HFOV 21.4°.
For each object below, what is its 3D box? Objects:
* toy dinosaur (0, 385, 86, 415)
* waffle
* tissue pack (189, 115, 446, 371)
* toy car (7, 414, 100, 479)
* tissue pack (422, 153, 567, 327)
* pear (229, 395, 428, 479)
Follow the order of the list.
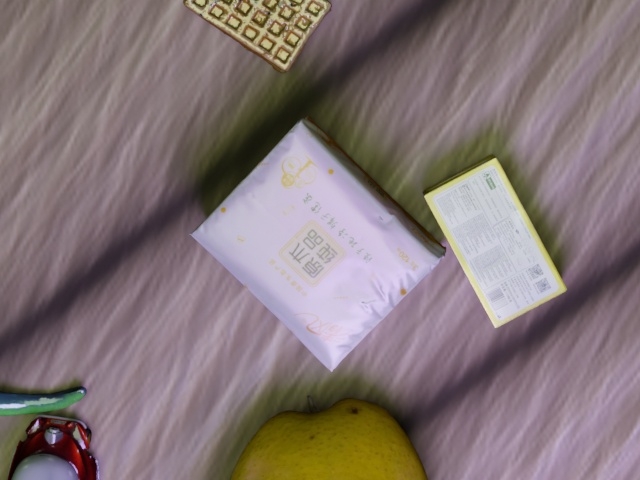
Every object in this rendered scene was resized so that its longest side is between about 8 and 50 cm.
[{"bbox_3d":[-0.531,0.065,1.905,0.500,0.144,0.374,-5,131,-6],"label":"toy dinosaur"},{"bbox_3d":[-0.072,-0.270,1.926,0.148,0.042,0.102,35,99,-1],"label":"waffle"},{"bbox_3d":[0.000,0.000,1.921,0.225,0.124,0.185,44,100,-3],"label":"tissue pack"},{"bbox_3d":[-0.321,0.282,1.989,0.112,0.112,0.139,7,99,3],"label":"toy car"},{"bbox_3d":[0.199,-0.001,1.939,0.095,0.062,0.176,-29,95,5],"label":"tissue pack"},{"bbox_3d":[0.012,0.356,1.923,0.285,0.336,0.285,15,144,11],"label":"pear"}]
